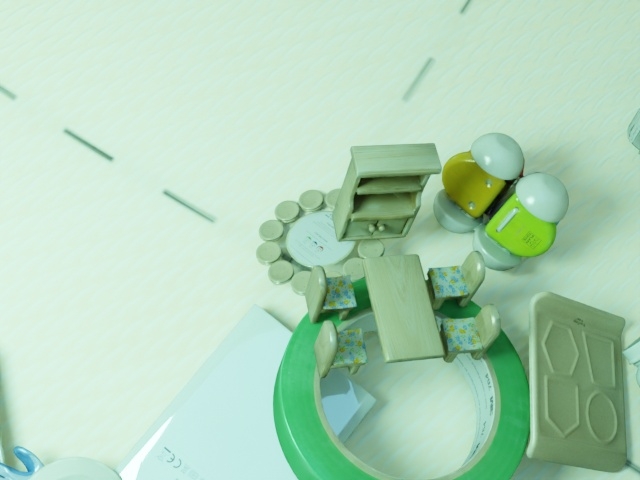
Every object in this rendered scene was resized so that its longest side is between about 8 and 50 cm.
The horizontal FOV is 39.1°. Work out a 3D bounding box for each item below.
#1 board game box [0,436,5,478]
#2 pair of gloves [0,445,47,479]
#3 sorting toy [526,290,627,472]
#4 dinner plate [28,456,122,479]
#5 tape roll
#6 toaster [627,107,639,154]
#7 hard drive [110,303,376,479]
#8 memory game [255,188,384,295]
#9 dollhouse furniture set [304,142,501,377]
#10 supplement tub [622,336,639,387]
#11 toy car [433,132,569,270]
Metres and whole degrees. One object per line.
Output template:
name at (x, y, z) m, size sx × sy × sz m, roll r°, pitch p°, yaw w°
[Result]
board game box at (-0.584, 0.364, 1.143) m, size 0.390 × 0.050 × 0.389 m, roll -14°, pitch 73°, yaw -5°
pair of gloves at (-0.384, 0.357, 1.108) m, size 0.159 × 0.023 × 0.198 m, roll 20°, pitch 68°, yaw -4°
sorting toy at (0.329, 0.186, 1.166) m, size 0.193 × 0.038 × 0.208 m, roll 18°, pitch 71°, yaw -35°
dinner plate at (-0.306, 0.338, 1.112) m, size 0.141 × 0.017 × 0.141 m, roll 4°, pitch 67°, yaw -10°
tape roll at (0.102, 0.202, 1.142) m, size 0.321 × 0.077 × 0.321 m, roll 5°, pitch 61°, yaw -8°
toaster at (0.548, -0.188, 1.283) m, size 0.146 × 0.129 × 0.227 m, roll 37°, pitch 77°, yaw 13°
hard drive at (-0.107, 0.270, 1.179) m, size 0.210 × 0.040 × 0.318 m, roll 37°, pitch 76°, yaw 11°
memory game at (0.000, 0.000, 1.250) m, size 0.186 × 0.012 × 0.186 m, roll -6°, pitch 52°, yaw 7°
dollhouse furniture set at (0.095, 0.025, 1.102) m, size 0.212 × 0.161 × 0.242 m, roll -4°, pitch 60°, yaw -13°
supplement tub at (0.502, 0.186, 1.154) m, size 0.144 × 0.144 × 0.199 m, roll -35°, pitch 75°, yaw -10°
toy car at (0.259, -0.061, 1.247) m, size 0.182 × 0.159 × 0.136 m, roll 44°, pitch 41°, yaw 13°
